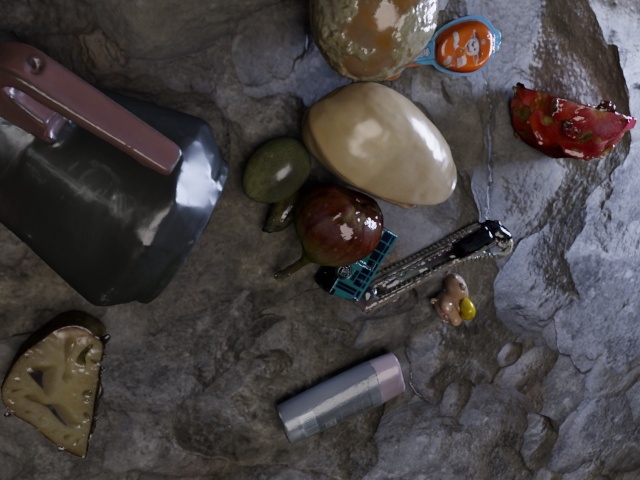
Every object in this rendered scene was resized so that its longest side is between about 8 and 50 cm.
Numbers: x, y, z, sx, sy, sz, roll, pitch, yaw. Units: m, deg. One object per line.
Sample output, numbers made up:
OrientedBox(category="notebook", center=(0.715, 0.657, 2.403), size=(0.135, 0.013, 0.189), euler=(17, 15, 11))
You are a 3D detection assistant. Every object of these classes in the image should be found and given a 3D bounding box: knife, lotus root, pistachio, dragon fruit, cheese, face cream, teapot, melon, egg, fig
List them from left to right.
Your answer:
OrientedBox(category="lotus root", center=(-0.447, 0.244, 1.082), size=(0.170, 0.074, 0.260), euler=(14, 106, -25))
OrientedBox(category="teapot", center=(-0.325, -0.104, 0.843), size=(0.362, 0.376, 0.305), euler=(30, 67, -21))
OrientedBox(category="melon", center=(-0.075, -0.118, 1.075), size=(0.131, 0.098, 0.098), euler=(-44, 119, 5))
OrientedBox(category="lotus root", center=(-0.066, -0.050, 1.129), size=(0.049, 0.054, 0.099), euler=(37, 93, -8))
OrientedBox(category="fig", center=(0.002, -0.017, 1.110), size=(0.160, 0.231, 0.143), euler=(9, 71, -37))
OrientedBox(category="face cream", center=(0.045, 0.326, 1.309), size=(0.269, 0.073, 0.107), euler=(-22, 121, -12))
OrientedBox(category="egg", center=(0.087, -0.364, 0.983), size=(0.203, 0.203, 0.245), euler=(30, 73, -28))
OrientedBox(category="pistachio", center=(0.101, -0.152, 1.073), size=(0.299, 0.187, 0.187), euler=(29, 97, -28))
OrientedBox(category="knife", center=(0.232, 0.050, 1.282), size=(0.365, 0.043, 0.089), euler=(-24, 79, -10))
OrientedBox(category="cheese", center=(0.215, -0.341, 1.136), size=(0.256, 0.037, 0.106), euler=(-13, 113, -18))
OrientedBox(category="dragon fruit", center=(0.491, -0.212, 1.226), size=(0.274, 0.161, 0.126), euler=(7, 105, -26))

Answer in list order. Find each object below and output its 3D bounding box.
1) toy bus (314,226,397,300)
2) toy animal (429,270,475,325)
OrientedBox(category="toy bus", center=(0.067, 0.034, 1.201), size=(0.092, 0.079, 0.160), euler=(28, 96, -30))
OrientedBox(category="toy animal", center=(0.272, 0.130, 1.319), size=(0.082, 0.091, 0.114), euler=(-18, 118, 1))
